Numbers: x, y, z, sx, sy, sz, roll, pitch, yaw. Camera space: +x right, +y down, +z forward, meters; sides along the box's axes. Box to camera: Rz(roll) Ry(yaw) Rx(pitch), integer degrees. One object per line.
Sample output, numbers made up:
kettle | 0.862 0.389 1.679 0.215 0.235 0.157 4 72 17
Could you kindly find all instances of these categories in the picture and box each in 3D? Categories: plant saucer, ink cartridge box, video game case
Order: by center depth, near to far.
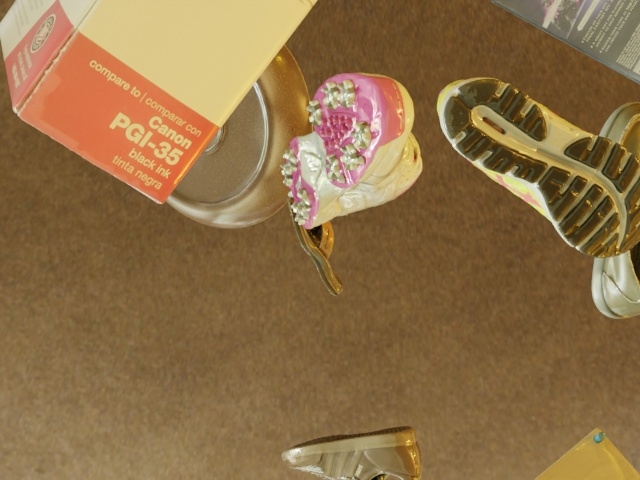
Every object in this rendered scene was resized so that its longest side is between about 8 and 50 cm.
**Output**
ink cartridge box | -0.084 -0.196 0.640 0.117 0.207 0.283 34 100 -31
plant saucer | -0.156 -0.163 1.315 0.310 0.050 0.311 9 108 28
video game case | 0.421 -0.379 1.430 0.274 0.026 0.196 34 106 17

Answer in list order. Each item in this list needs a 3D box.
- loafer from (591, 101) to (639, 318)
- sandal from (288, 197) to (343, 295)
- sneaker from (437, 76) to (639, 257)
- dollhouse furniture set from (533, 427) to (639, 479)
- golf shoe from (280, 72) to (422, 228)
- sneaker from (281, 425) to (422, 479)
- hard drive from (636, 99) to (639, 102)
loafer | 0.370 -0.033 1.092 0.094 0.087 0.251 -1 93 -24
sandal | 0.000 0.000 1.638 0.060 0.090 0.219 -26 117 4
sneaker | 0.174 -0.065 0.749 0.208 0.094 0.081 36 98 -19
dollhouse furniture set | 0.373 0.371 1.202 0.286 0.303 0.198 -35 161 -18
golf shoe | 0.053 -0.100 1.005 0.140 0.115 0.306 -9 170 -17
sneaker | 0.032 0.259 1.094 0.188 0.066 0.071 -18 81 40
hard drive | 0.614 -0.203 1.666 0.054 0.172 0.254 22 153 -19
